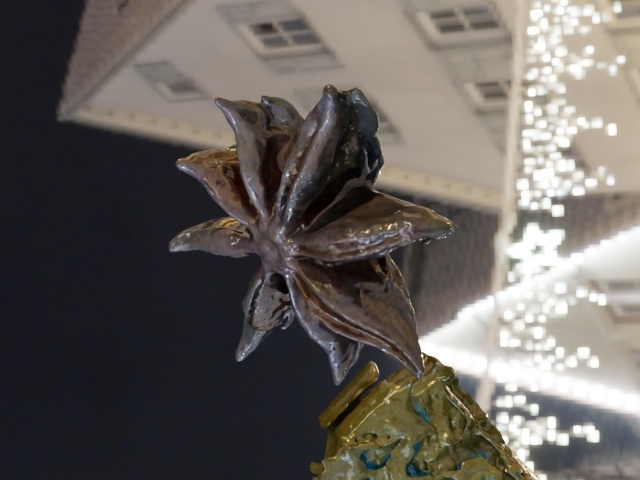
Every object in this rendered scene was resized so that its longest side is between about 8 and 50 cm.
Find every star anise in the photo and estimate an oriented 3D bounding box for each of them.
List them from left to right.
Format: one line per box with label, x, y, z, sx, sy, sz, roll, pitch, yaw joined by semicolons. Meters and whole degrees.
star anise;0.000;0.000;0.735;0.061;0.180;0.204;-34;-43;-40

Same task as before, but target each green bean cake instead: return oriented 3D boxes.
green bean cake;0.120;0.266;1.225;0.310;0.202;0.285;49;178;-3
